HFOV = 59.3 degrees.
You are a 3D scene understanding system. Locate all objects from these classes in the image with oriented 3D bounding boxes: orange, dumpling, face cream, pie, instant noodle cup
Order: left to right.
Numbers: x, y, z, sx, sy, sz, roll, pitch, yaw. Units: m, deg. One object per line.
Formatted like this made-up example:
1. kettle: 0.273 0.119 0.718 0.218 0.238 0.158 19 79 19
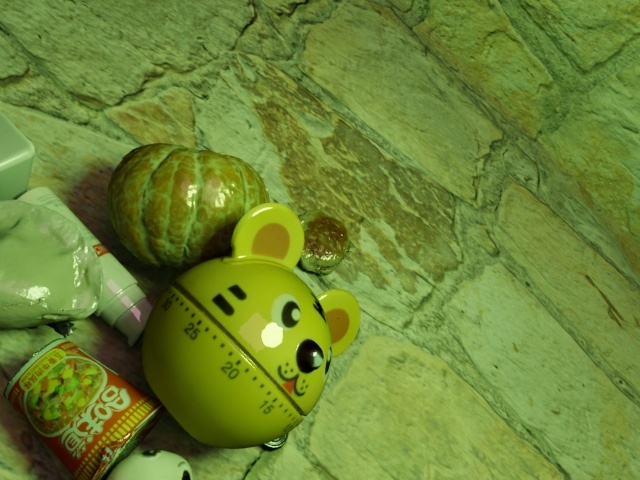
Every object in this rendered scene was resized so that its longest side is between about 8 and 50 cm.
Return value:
1. dumpling: -0.527 0.059 0.982 0.292 0.163 0.205 8 47 -13
2. instant noodle cup: -0.397 0.278 0.932 0.212 0.193 0.193 39 47 4
3. face cream: -0.449 0.051 1.084 0.345 0.102 0.102 46 47 1
4. orange: -0.265 -0.068 1.148 0.329 0.329 0.249 7 102 -30
5. pie: 0.000 0.000 1.435 0.163 0.079 0.194 35 47 -6

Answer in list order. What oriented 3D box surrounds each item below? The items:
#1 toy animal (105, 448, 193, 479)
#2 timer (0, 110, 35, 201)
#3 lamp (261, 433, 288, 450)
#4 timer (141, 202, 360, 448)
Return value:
1. toy animal: -0.276 0.453 0.884 0.165 0.187 0.235 17 52 -8
2. timer: -0.658 -0.136 1.000 0.194 0.195 0.192 45 47 1
3. lamp: -0.102 0.238 1.190 0.130 0.108 0.372 17 54 -19
4. timer: -0.115 0.165 1.014 0.387 0.376 0.376 -42 89 -14
